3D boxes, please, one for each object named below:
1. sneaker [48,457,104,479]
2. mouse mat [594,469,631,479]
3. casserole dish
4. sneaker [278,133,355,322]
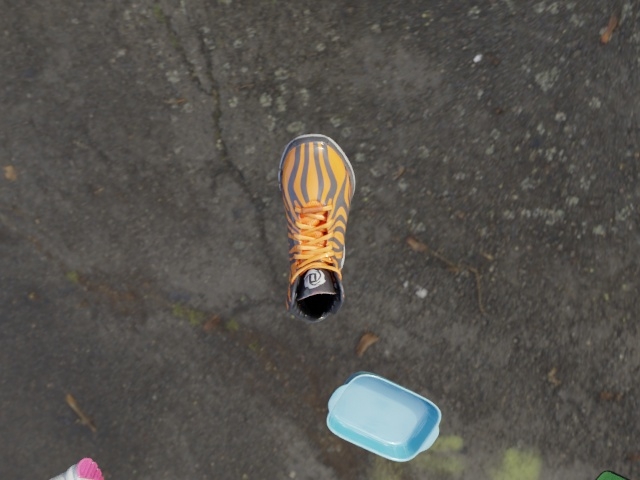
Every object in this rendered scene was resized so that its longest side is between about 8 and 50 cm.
[{"bbox_3d":[-0.437,0.520,1.585,0.111,0.103,0.252,-15,109,7],"label":"sneaker"},{"bbox_3d":[0.469,0.446,1.361,0.152,0.190,0.007,-43,109,-13],"label":"mouse mat"},{"bbox_3d":[0.093,0.261,1.298,0.188,0.037,0.114,28,103,-19],"label":"casserole dish"},{"bbox_3d":[0.000,0.000,1.368,0.125,0.180,0.321,-4,129,2],"label":"sneaker"}]
